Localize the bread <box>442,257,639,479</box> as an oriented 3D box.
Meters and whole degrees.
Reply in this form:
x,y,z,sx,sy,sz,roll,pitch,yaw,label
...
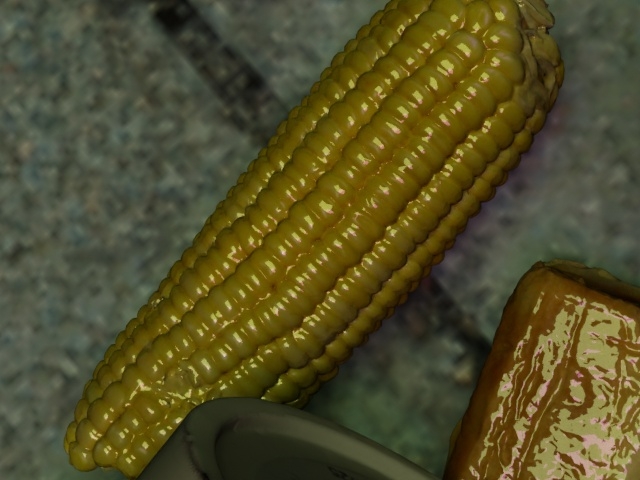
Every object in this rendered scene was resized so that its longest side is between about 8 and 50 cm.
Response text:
x,y,z,sx,sy,sz,roll,pitch,yaw,label
0.072,0.073,0.526,0.074,0.053,0.132,18,89,13,bread

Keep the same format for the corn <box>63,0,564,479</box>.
x,y,z,sx,sy,sz,roll,pitch,yaw,label
0.000,0.000,0.542,0.067,0.067,0.206,40,91,14,corn

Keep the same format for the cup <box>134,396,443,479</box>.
x,y,z,sx,sy,sz,roll,pitch,yaw,label
-0.045,0.156,0.463,0.226,0.185,0.241,-57,46,12,cup
